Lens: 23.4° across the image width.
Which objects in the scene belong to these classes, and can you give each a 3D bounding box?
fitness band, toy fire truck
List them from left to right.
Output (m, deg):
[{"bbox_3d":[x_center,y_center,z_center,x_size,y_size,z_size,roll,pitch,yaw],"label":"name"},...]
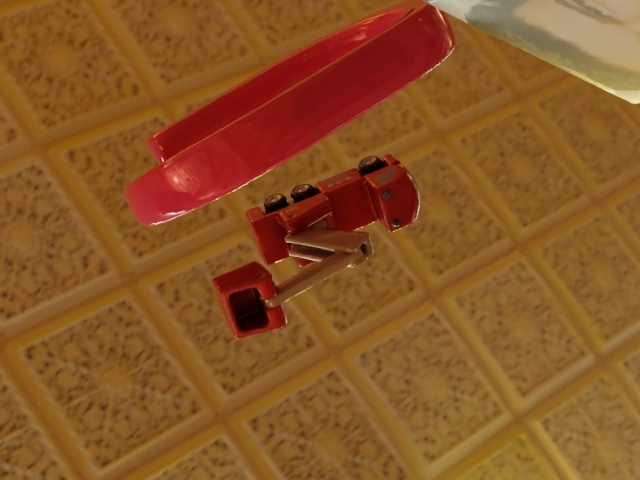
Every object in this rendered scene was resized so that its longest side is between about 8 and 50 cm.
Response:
[{"bbox_3d":[-0.025,-0.100,1.183,0.291,0.209,0.054,-35,-76,-24],"label":"fitness band"},{"bbox_3d":[0.000,0.000,1.240,0.192,0.047,0.135,-22,-153,-7],"label":"toy fire truck"}]

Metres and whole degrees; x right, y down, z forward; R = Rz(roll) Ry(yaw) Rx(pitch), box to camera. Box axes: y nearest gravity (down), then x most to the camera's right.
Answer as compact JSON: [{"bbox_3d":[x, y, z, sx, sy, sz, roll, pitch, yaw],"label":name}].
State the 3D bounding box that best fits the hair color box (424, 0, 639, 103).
[{"bbox_3d":[0.240,-0.181,0.878,0.185,0.374,0.113,22,-101,-24],"label":"hair color box"}]
